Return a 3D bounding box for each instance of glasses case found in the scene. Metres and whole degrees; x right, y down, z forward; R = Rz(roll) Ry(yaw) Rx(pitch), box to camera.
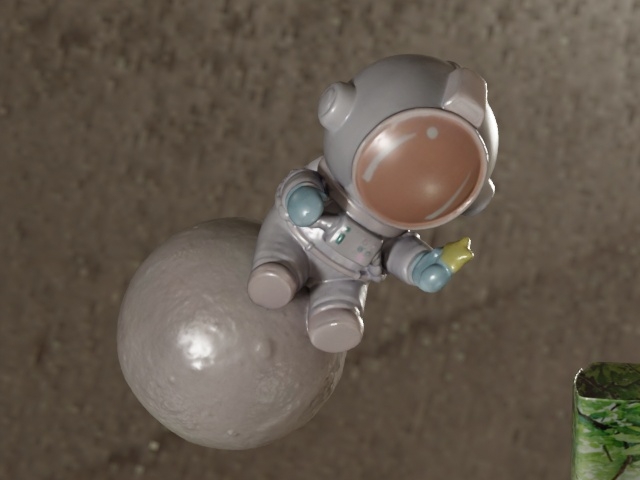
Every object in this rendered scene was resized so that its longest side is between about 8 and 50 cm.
[{"bbox_3d":[0.219,0.235,1.522,0.095,0.062,0.272,-65,156,-75],"label":"glasses case"}]

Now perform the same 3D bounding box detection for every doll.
[{"bbox_3d":[0.000,0.000,1.193,0.287,0.151,0.151,-47,162,22],"label":"doll"}]
